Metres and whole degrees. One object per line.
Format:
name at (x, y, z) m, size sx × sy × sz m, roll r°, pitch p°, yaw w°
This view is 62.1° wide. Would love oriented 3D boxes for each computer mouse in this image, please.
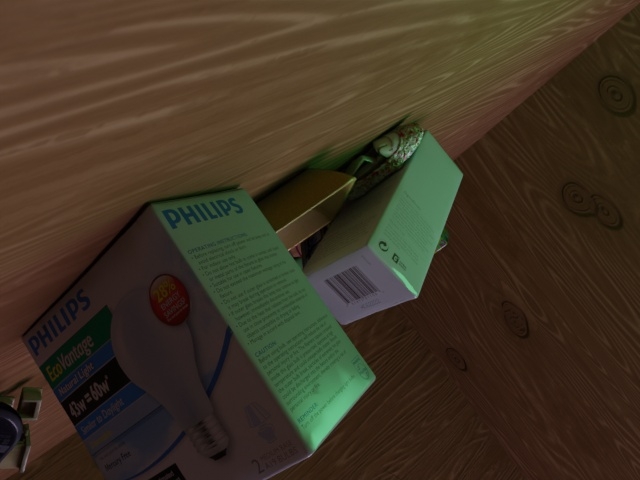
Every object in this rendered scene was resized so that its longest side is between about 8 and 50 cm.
computer mouse at (-0.636, 0.368, 0.946) m, size 0.188 × 0.072 × 0.272 m, roll 32°, pitch 107°, yaw -36°

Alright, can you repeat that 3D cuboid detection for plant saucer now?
plant saucer at (-0.102, -0.023, 1.102) m, size 0.333 × 0.081 × 0.333 m, roll -35°, pitch 174°, yaw -11°

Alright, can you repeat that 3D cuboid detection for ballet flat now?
ballet flat at (0.127, -0.182, 1.204) m, size 0.241 × 0.091 × 0.077 m, roll -43°, pitch 140°, yaw 20°

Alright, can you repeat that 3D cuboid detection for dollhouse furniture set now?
dollhouse furniture set at (-0.663, 0.355, 1.039) m, size 0.182 × 0.161 × 0.101 m, roll 14°, pitch -176°, yaw -32°

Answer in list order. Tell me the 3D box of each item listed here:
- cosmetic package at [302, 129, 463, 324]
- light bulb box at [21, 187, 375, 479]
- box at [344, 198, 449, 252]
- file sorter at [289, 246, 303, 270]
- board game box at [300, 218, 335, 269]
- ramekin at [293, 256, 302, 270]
cosmetic package at (0.154, -0.041, 1.238) m, size 0.230 × 0.161 × 0.453 m, roll -29°, pitch -159°, yaw 44°
light bulb box at (-0.184, 0.175, 0.793) m, size 0.358 × 0.361 × 0.225 m, roll -39°, pitch 172°, yaw 26°
box at (0.237, -0.071, 1.627) m, size 0.177 × 0.290 × 0.279 m, roll -38°, pitch 176°, yaw 16°
file sorter at (0.025, 0.043, 1.793) m, size 0.182 × 0.202 × 0.290 m, roll -36°, pitch 175°, yaw 15°
board game box at (0.000, 0.000, 1.472) m, size 0.048 × 0.170 × 0.141 m, roll 12°, pitch 145°, yaw -30°
ramekin at (-0.171, 0.163, 1.421) m, size 0.303 × 0.148 × 0.303 m, roll -20°, pitch -178°, yaw 1°
